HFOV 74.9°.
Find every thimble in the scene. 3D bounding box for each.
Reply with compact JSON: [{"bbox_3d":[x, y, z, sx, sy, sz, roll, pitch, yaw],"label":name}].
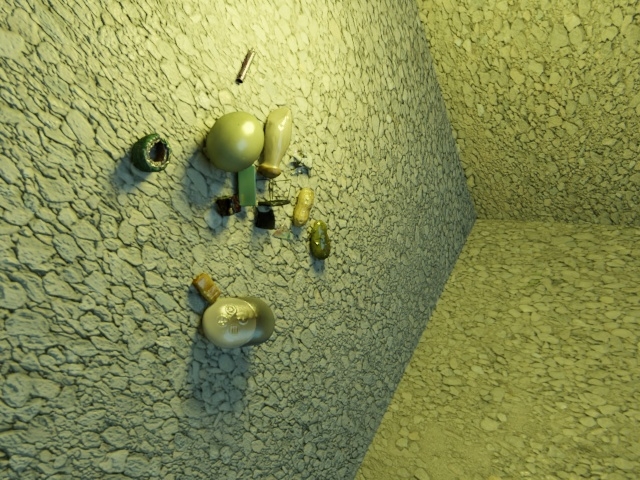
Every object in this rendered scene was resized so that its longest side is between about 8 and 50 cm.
[{"bbox_3d":[-0.604,-0.311,1.502,0.118,0.090,0.135,45,60,-45],"label":"thimble"}]

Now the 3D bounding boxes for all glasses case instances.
[{"bbox_3d":[-0.326,-0.243,1.844,0.078,0.039,0.183,-4,99,-16],"label":"glasses case"}]

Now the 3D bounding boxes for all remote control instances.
[{"bbox_3d":[-0.349,0.354,1.816,0.332,0.103,0.220,2,64,-37],"label":"remote control"}]

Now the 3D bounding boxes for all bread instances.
[{"bbox_3d":[-0.475,0.199,1.744,0.074,0.054,0.132,-48,126,-34],"label":"bread"}]

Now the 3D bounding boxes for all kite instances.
[{"bbox_3d":[-0.190,-0.015,2.082,0.139,0.011,0.156,14,83,-46],"label":"kite"}]

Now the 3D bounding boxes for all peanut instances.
[{"bbox_3d":[-0.087,-0.170,2.126,0.100,0.100,0.213,29,79,-47],"label":"peanut"}]

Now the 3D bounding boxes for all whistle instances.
[{"bbox_3d":[-0.320,-0.762,1.816,0.033,0.033,0.176,34,70,-46],"label":"whistle"}]

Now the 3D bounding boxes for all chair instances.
[{"bbox_3d":[-0.223,-0.170,1.926,0.145,0.140,0.220,-14,107,-46],"label":"chair"}]

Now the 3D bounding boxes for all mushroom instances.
[{"bbox_3d":[-0.204,-0.457,1.921,0.128,0.129,0.349,18,83,-49],"label":"mushroom"}]

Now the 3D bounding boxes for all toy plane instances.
[{"bbox_3d":[-0.091,-0.397,2.108,0.171,0.066,0.162,24,88,-43],"label":"toy plane"}]

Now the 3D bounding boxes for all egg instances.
[{"bbox_3d":[-0.344,-0.399,1.693,0.269,0.219,0.219,-58,133,-31],"label":"egg"}]

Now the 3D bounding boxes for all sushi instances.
[{"bbox_3d":[-0.383,-0.150,1.771,0.094,0.098,0.084,-29,118,-49],"label":"sushi"}]

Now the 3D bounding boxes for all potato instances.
[{"bbox_3d":[0.000,0.000,2.240,0.117,0.090,0.225,-27,116,-44],"label":"potato"}]
